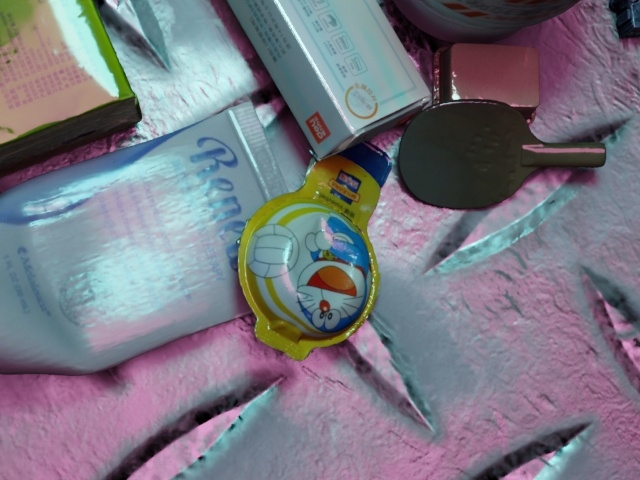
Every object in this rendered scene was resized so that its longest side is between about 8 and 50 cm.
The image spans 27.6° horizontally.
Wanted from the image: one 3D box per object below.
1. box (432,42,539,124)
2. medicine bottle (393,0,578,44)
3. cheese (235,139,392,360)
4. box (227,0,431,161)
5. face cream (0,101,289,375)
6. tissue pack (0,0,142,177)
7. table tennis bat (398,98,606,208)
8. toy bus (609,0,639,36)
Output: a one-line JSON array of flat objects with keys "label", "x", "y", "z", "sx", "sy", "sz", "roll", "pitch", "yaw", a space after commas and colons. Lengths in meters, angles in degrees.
[{"label": "box", "x": 0.192, "y": -0.180, "z": 1.479, "sx": 0.122, "sy": 0.062, "sz": 0.089, "roll": 2, "pitch": 83, "yaw": -7}, {"label": "medicine bottle", "x": 0.189, "y": -0.347, "z": 1.367, "sx": 0.256, "sy": 0.325, "sz": 0.256, "roll": 1, "pitch": 83, "yaw": -8}, {"label": "cheese", "x": 0.000, "y": 0.000, "z": 1.420, "sx": 0.177, "sy": 0.069, "sz": 0.270, "roll": 31, "pitch": 65, "yaw": -20}, {"label": "box", "x": -0.003, "y": -0.230, "z": 1.430, "sx": 0.135, "sy": 0.079, "sz": 0.269, "roll": -29, "pitch": 87, "yaw": -36}, {"label": "face cream", "x": -0.221, "y": 0.019, "z": 1.397, "sx": 0.420, "sy": 0.137, "sz": 0.234, "roll": -20, "pitch": 84, "yaw": -20}, {"label": "tissue pack", "x": -0.332, "y": -0.225, "z": 1.369, "sx": 0.200, "sy": 0.167, "sz": 0.274, "roll": -23, "pitch": 87, "yaw": -7}, {"label": "table tennis bat", "x": 0.204, "y": -0.096, "z": 1.464, "sx": 0.234, "sy": 0.022, "sz": 0.131, "roll": 1, "pitch": 115, "yaw": -4}, {"label": "toy bus", "x": 0.374, "y": -0.322, "z": 1.526, "sx": 0.065, "sy": 0.047, "sz": 0.165, "roll": -3, "pitch": 83, "yaw": -11}]
